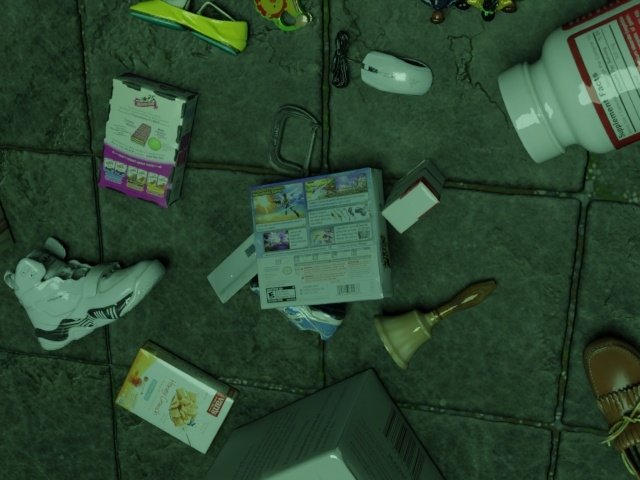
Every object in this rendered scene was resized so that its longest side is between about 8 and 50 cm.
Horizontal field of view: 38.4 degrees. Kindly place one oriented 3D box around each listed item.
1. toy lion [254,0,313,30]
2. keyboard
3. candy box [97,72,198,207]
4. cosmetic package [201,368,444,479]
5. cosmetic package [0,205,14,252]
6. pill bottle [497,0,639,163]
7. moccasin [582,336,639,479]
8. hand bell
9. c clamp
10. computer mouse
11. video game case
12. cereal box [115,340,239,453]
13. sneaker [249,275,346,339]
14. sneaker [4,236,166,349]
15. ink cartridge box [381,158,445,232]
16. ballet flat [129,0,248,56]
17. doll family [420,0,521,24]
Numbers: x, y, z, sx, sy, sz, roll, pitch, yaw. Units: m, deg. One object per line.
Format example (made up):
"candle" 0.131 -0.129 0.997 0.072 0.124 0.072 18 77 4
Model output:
"toy lion" -0.074 -0.436 1.708 0.096 0.034 0.100 -13 107 26
"keyboard" -0.138 0.028 1.901 0.256 0.014 0.072 -42 65 24
"candy box" -0.347 -0.201 1.847 0.159 0.071 0.233 19 115 8
"cosmetic package" -0.002 0.537 1.905 0.394 0.327 0.329 -29 101 24
"cosmetic package" -0.790 -0.094 1.964 0.129 0.153 0.296 -8 110 18
"pill bottle" 0.512 -0.282 1.501 0.408 0.229 0.229 -23 103 22
"moccasin" 0.610 0.357 1.769 0.139 0.147 0.380 -17 105 20
"hand bell" 0.240 0.145 1.823 0.242 0.126 0.126 -30 101 12
"c clamp" -0.038 -0.183 1.803 0.137 0.022 0.160 13 115 15
"computer mouse" 0.111 -0.314 1.697 0.193 0.042 0.106 15 113 9
"video game case" 0.000 0.000 1.769 0.270 0.061 0.244 -7 88 28
"cereal box" -0.324 0.353 2.070 0.240 0.047 0.173 29 115 2
"sneaker" -0.055 0.138 1.897 0.211 0.080 0.081 26 123 13
"sneaker" -0.515 0.084 1.965 0.366 0.137 0.210 -28 104 26
"ink cartridge box" 0.176 -0.085 1.719 0.099 0.135 0.056 -39 100 25
"ballet flat" -0.243 -0.422 1.741 0.231 0.077 0.077 21 93 3
"doll family" 0.263 -0.431 1.599 0.193 0.076 0.111 9 117 17
